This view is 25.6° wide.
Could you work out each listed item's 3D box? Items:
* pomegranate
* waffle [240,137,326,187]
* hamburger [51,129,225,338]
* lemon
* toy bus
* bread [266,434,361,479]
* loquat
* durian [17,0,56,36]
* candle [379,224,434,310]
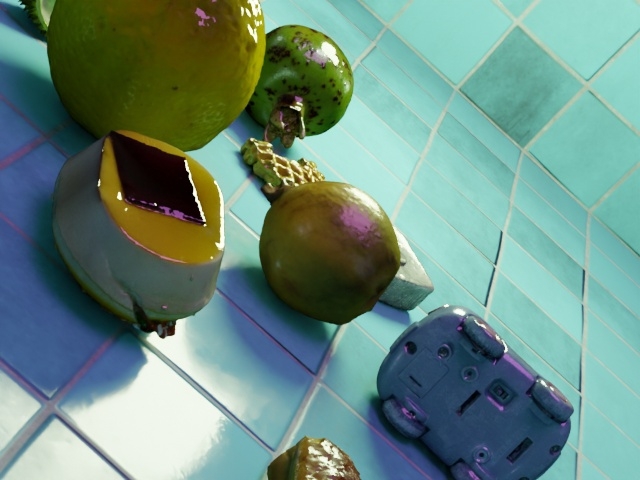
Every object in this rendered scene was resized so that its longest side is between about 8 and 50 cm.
[{"bbox_3d":[-0.047,-0.268,2.521,0.211,0.211,0.263,36,33,-20],"label":"pomegranate"},{"bbox_3d":[-0.048,-0.114,2.424,0.149,0.051,0.194,54,23,23],"label":"waffle"},{"bbox_3d":[-0.229,-0.012,1.759,0.227,0.151,0.295,29,30,-20],"label":"hamburger"},{"bbox_3d":[-0.231,-0.280,2.010,0.336,0.336,0.336,37,21,-17],"label":"lemon"},{"bbox_3d":[0.229,0.226,2.095,0.294,0.197,0.232,41,11,-3],"label":"toy bus"},{"bbox_3d":[0.030,0.368,1.547,0.185,0.109,0.380,35,20,-19],"label":"bread"},{"bbox_3d":[0.000,0.000,2.084,0.246,0.213,0.213,46,21,11],"label":"loquat"},{"bbox_3d":[-0.410,-0.370,2.181,0.086,0.100,0.215,51,15,29],"label":"durian"},{"bbox_3d":[0.111,0.046,2.381,0.168,0.068,0.192,43,24,-4],"label":"candle"}]
